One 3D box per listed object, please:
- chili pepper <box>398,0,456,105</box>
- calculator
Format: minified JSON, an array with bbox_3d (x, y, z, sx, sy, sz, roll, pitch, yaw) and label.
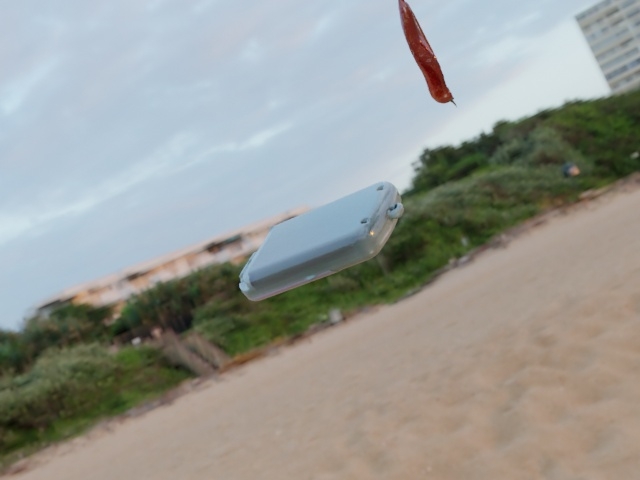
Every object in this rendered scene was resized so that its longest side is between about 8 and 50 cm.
[{"bbox_3d":[0.130,-0.240,1.393,0.027,0.178,0.045,-24,28,9],"label":"chili pepper"},{"bbox_3d":[0.000,0.000,1.361,0.246,0.045,0.141,-23,23,31],"label":"calculator"}]
